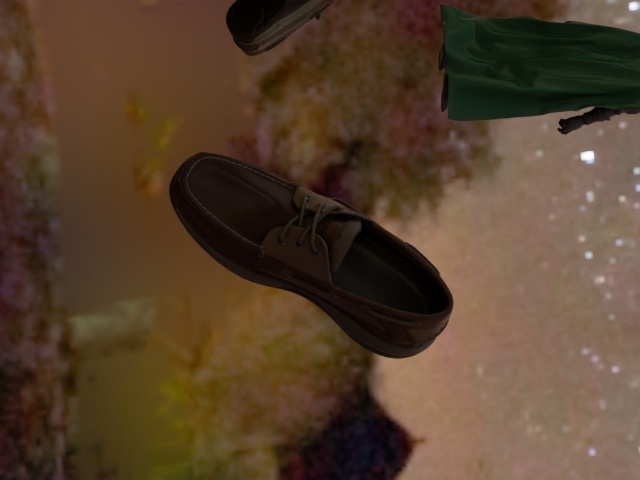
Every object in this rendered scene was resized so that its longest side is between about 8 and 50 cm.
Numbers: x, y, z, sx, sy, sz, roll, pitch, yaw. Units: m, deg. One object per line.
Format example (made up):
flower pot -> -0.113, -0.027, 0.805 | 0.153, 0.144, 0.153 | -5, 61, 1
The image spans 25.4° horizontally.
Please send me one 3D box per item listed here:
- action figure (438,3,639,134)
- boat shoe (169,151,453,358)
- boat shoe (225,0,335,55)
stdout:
action figure -> 0.219, -0.142, 1.219 | 0.063, 0.232, 0.137 | 95, -3, -56
boat shoe -> 0.000, 0.000, 1.450 | 0.123, 0.324, 0.116 | -65, -170, -25
boat shoe -> -0.011, -0.257, 1.454 | 0.068, 0.190, 0.072 | 56, -3, 25
